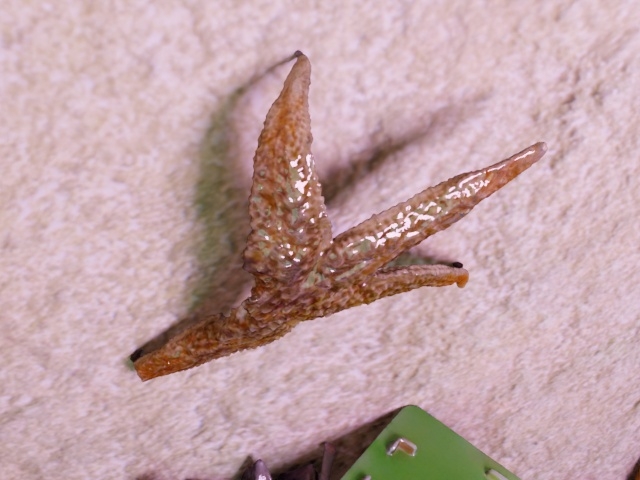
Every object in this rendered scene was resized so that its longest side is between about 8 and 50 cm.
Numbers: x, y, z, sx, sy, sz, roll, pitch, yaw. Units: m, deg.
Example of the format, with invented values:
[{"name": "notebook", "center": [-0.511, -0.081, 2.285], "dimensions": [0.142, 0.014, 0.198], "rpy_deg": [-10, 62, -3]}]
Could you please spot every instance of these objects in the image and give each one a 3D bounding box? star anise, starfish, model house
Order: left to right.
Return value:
[{"name": "star anise", "center": [-0.075, 0.359, 1.460], "dimensions": [0.262, 0.081, 0.230], "rpy_deg": [-34, 124, 15]}, {"name": "starfish", "center": [0.003, 0.007, 1.133], "dimensions": [0.383, 0.132, 0.398], "rpy_deg": [-11, 138, -17]}, {"name": "model house", "center": [0.126, 0.465, 1.415], "dimensions": [0.300, 0.340, 0.324], "rpy_deg": [-42, 161, -41]}]

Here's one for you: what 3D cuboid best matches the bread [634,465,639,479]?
[{"name": "bread", "center": [0.574, 0.333, 1.637], "dimensions": [0.166, 0.132, 0.294], "rpy_deg": [11, 128, -9]}]
